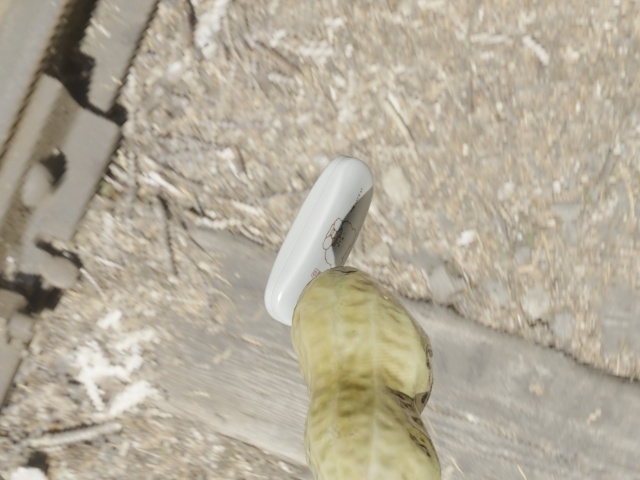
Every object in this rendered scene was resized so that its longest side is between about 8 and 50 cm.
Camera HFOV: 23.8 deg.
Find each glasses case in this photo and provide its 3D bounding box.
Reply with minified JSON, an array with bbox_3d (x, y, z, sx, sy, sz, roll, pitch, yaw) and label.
[{"bbox_3d":[0.000,0.000,1.615,0.049,0.074,0.193,20,77,35],"label":"glasses case"}]

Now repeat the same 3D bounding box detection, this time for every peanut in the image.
[{"bbox_3d":[0.042,0.148,1.362,0.130,0.130,0.290,-11,51,7],"label":"peanut"}]

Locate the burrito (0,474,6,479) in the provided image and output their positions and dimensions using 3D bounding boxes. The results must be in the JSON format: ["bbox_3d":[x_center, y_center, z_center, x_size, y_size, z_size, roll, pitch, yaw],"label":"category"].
[{"bbox_3d":[-0.183,0.078,0.654,0.051,0.042,0.171,-39,98,-33],"label":"burrito"}]
